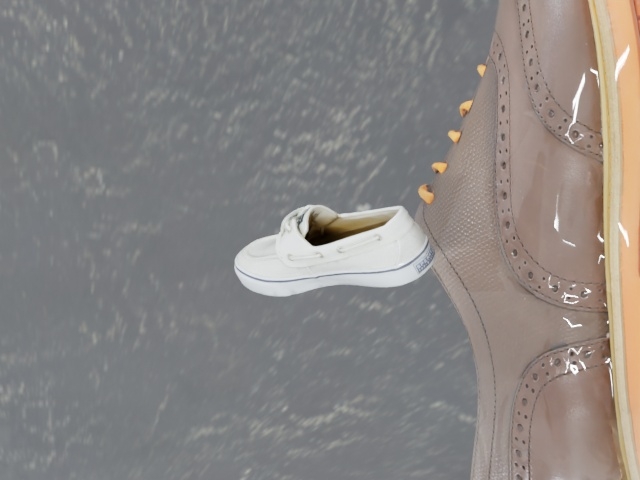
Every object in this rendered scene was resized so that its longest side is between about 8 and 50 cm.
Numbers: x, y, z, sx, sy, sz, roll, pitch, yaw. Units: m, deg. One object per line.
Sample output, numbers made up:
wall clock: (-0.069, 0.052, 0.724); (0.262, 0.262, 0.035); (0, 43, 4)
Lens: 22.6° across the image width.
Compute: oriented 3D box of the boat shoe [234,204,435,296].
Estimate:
boat shoe: (0.000, 0.000, 0.672); (0.035, 0.100, 0.035); (-51, 125, -37)

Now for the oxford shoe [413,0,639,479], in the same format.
oxford shoe: (0.098, -0.047, 0.728); (0.132, 0.130, 0.364); (-9, 82, 24)
